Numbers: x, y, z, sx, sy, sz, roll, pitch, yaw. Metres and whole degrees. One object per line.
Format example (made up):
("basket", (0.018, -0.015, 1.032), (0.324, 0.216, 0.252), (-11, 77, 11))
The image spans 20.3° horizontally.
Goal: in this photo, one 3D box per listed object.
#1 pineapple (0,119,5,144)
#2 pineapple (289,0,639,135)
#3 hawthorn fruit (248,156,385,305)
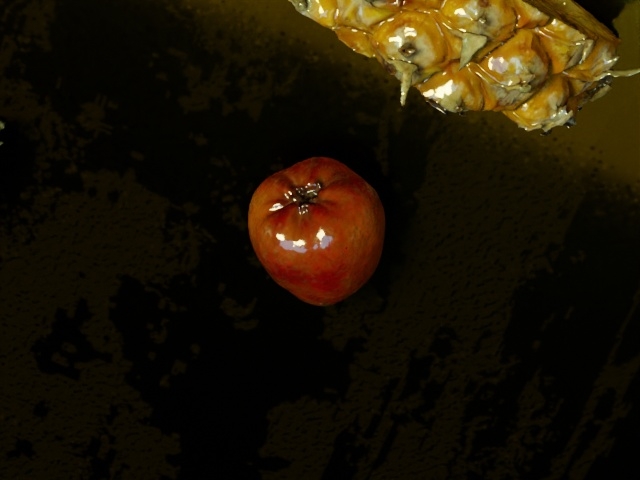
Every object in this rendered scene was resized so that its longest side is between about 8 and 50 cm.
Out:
("pineapple", (-0.298, -0.089, 1.062), (0.237, 0.111, 0.119), (31, 149, -11))
("pineapple", (0.059, -0.129, 0.946), (0.233, 0.135, 0.079), (29, 118, -2))
("hawthorn fruit", (0.000, 0.000, 1.062), (0.081, 0.081, 0.093), (-3, 145, 13))
